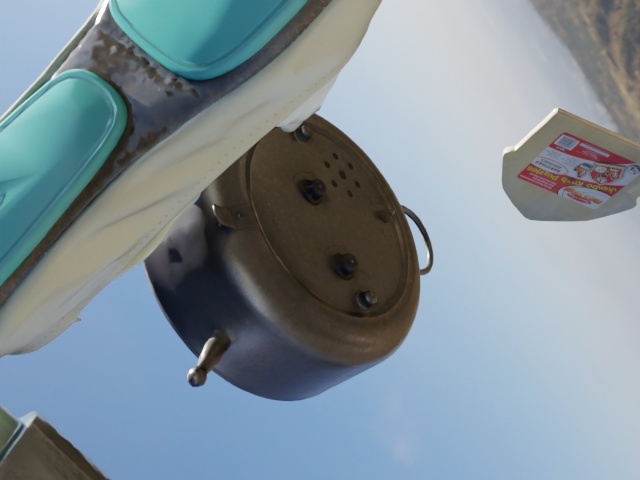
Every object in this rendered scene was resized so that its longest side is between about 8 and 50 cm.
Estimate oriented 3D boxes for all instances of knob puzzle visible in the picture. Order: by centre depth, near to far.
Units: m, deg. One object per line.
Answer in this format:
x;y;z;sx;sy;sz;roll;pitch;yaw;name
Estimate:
0.315;-0.085;1.245;0.213;0.213;0.030;46;-138;-41;knob puzzle

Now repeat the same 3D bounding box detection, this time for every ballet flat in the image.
-0.050;-0.048;0.341;0.086;0.248;0.086;47;-176;-5;ballet flat

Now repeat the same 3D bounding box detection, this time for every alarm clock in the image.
0.000;0.000;0.451;0.192;0.064;0.129;-2;-114;-53;alarm clock

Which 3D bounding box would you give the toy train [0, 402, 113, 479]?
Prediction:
-0.265;0.126;0.567;0.334;0.190;0.142;47;-152;-11;toy train
